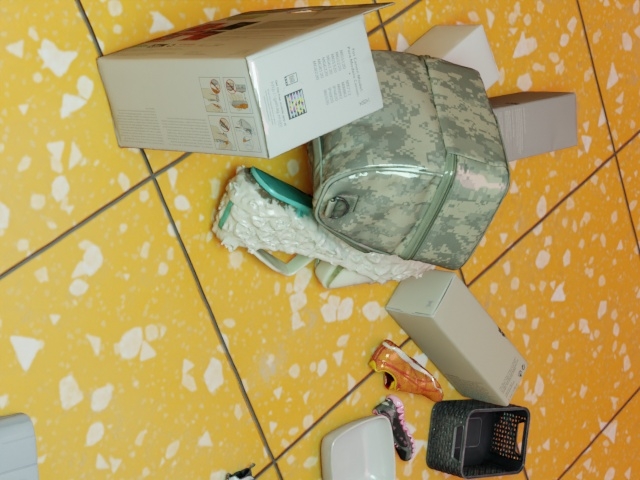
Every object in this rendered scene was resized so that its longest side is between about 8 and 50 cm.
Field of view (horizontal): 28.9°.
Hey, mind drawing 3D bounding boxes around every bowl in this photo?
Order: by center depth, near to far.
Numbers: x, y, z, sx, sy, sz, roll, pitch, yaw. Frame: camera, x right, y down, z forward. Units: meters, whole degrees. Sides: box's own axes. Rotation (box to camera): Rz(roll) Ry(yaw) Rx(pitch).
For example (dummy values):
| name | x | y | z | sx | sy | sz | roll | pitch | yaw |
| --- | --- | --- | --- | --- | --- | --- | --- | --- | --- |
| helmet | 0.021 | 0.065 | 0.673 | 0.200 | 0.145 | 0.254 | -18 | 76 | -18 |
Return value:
| name | x | y | z | sx | sy | sz | roll | pitch | yaw |
| --- | --- | --- | --- | --- | --- | --- | --- | --- | --- |
| bowl | 0.054 | 0.354 | 1.990 | 0.142 | 0.053 | 0.142 | -16 | 106 | -40 |

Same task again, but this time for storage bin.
| name | x | y | z | sx | sy | sz | roll | pitch | yaw |
| --- | --- | --- | --- | --- | --- | --- | --- | --- | --- |
| storage bin | 0.278 | 0.346 | 2.180 | 0.180 | 0.084 | 0.122 | 5 | 92 | -45 |

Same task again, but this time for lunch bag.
| name | x | y | z | sx | sy | sz | roll | pitch | yaw |
| --- | --- | --- | --- | --- | --- | --- | --- | --- | --- |
| lunch bag | 0.102 | -0.129 | 1.780 | 0.256 | 0.212 | 0.305 | 13 | 43 | -17 |

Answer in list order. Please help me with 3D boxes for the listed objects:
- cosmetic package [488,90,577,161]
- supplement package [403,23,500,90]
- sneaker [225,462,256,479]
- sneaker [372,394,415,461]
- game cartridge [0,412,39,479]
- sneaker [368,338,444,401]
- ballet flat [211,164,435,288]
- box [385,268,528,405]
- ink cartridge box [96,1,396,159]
| name | x | y | z | sx | sy | sz | roll | pitch | yaw |
| --- | --- | --- | --- | --- | --- | --- | --- | --- | --- |
| cosmetic package | 0.323 | -0.195 | 2.123 | 0.238 | 0.127 | 0.107 | -19 | 109 | -42 |
| supplement package | 0.188 | -0.261 | 1.999 | 0.179 | 0.105 | 0.105 | -42 | 122 | -31 |
| sneaker | -0.103 | 0.366 | 1.851 | 0.098 | 0.038 | 0.069 | 19 | 83 | -44 |
| sneaker | 0.118 | 0.317 | 2.055 | 0.057 | 0.047 | 0.119 | -27 | 106 | -31 |
| game cartridge | -0.438 | 0.375 | 1.528 | 0.196 | 0.060 | 0.294 | -10 | 102 | -38 |
| sneaker | 0.141 | 0.226 | 2.061 | 0.175 | 0.064 | 0.067 | 39 | 89 | -34 |
| ballet flat | 0.000 | 0.000 | 1.863 | 0.409 | 0.147 | 0.147 | 21 | 81 | -40 |
| box | 0.234 | 0.163 | 2.096 | 0.275 | 0.113 | 0.094 | 50 | 62 | -37 |
| ink cartridge box | -0.082 | -0.213 | 1.607 | 0.272 | 0.309 | 0.130 | -27 | 114 | -38 |
